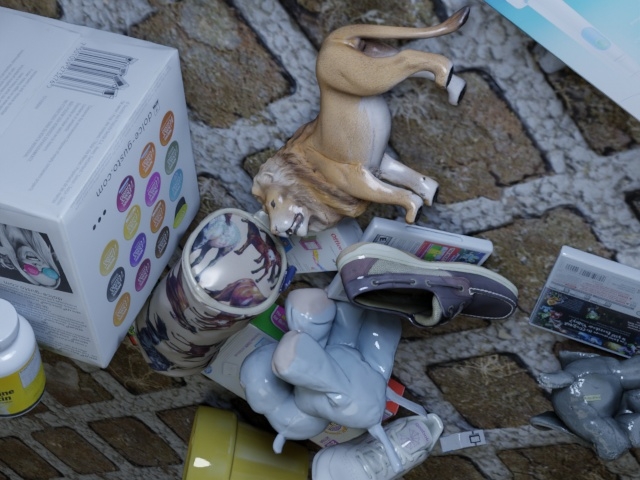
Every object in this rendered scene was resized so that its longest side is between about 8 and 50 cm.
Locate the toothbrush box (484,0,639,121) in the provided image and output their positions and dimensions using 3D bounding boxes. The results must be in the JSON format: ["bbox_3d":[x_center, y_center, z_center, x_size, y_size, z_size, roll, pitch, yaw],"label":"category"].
[{"bbox_3d":[0.310,-0.270,0.949,0.296,0.126,0.216,33,141,-15],"label":"toothbrush box"}]

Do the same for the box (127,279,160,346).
[{"bbox_3d":[-0.331,0.125,1.830,0.114,0.036,0.207,6,137,23],"label":"box"}]

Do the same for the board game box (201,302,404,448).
[{"bbox_3d":[-0.042,0.250,1.790,0.317,0.064,0.242,34,141,-10],"label":"board game box"}]

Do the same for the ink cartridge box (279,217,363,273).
[{"bbox_3d":[0.000,0.000,1.496,0.123,0.052,0.088,-7,131,32],"label":"ink cartridge box"}]

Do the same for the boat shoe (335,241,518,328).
[{"bbox_3d":[0.156,0.081,1.402,0.285,0.092,0.103,16,141,-22],"label":"boat shoe"}]

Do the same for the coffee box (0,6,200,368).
[{"bbox_3d":[-0.401,-0.081,1.395,0.338,0.337,0.334,15,141,13],"label":"coffee box"}]

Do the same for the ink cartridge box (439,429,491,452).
[{"bbox_3d":[0.260,0.357,1.756,0.083,0.028,0.048,3,159,-40],"label":"ink cartridge box"}]

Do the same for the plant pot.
[{"bbox_3d":[-0.155,0.476,1.985,0.239,0.254,0.254,11,142,-7],"label":"plant pot"}]

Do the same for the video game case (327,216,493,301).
[{"bbox_3d":[0.128,0.044,1.453,0.184,0.023,0.201,12,143,-15],"label":"video game case"}]

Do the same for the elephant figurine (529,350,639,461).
[{"bbox_3d":[0.400,0.250,1.482,0.186,0.169,0.239,64,169,4],"label":"elephant figurine"}]

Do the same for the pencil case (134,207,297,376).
[{"bbox_3d":[-0.178,0.092,1.552,0.160,0.183,0.410,53,150,4],"label":"pencil case"}]

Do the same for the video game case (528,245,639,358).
[{"bbox_3d":[0.411,0.095,1.404,0.190,0.022,0.173,19,140,8],"label":"video game case"}]

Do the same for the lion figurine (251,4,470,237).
[{"bbox_3d":[0.044,-0.154,1.260,0.240,0.142,0.392,24,128,15],"label":"lion figurine"}]

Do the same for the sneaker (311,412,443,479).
[{"bbox_3d":[0.100,0.365,1.700,0.152,0.305,0.114,-44,73,34],"label":"sneaker"}]

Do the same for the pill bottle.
[{"bbox_3d":[-0.436,0.158,1.337,0.103,0.103,0.184,19,144,9],"label":"pill bottle"}]

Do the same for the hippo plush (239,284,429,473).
[{"bbox_3d":[0.006,0.218,1.598,0.294,0.234,0.236,44,139,-10],"label":"hippo plush"}]
